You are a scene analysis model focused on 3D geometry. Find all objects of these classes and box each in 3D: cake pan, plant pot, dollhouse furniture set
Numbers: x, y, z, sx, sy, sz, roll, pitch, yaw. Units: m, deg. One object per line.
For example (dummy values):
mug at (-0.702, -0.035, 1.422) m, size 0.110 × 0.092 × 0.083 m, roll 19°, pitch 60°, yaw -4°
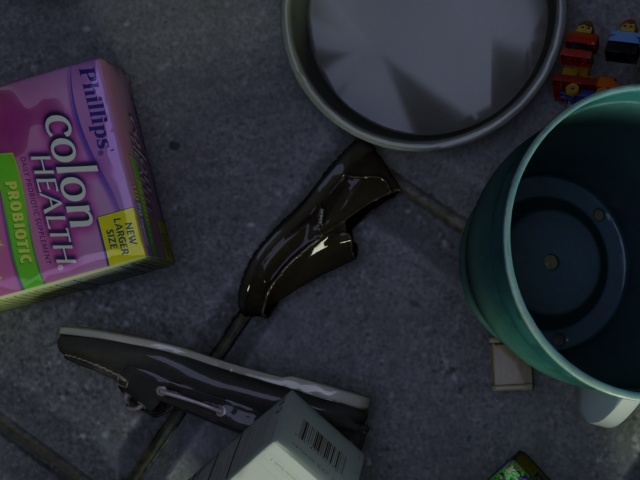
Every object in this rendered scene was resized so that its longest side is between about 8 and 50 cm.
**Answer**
cake pan at (0.107, -0.234, 1.950) m, size 0.293 × 0.054 × 0.293 m, roll -1°, pitch 85°, yaw 10°
plant pot at (0.249, 0.014, 1.725) m, size 0.272 × 0.255 × 0.271 m, roll 2°, pitch 84°, yaw -15°
dollhouse furniture set at (0.242, 0.055, 1.881) m, size 0.161 × 0.101 × 0.181 m, roll -4°, pitch 85°, yaw 9°

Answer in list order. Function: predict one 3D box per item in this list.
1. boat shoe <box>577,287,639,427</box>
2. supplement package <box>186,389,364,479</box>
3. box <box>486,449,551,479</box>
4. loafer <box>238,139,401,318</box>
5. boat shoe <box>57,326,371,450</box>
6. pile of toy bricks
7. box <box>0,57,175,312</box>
boat shoe at (0.361, 0.061, 1.864) m, size 0.102 × 0.108 × 0.301 m, roll 24°, pitch 99°, yaw -25°
supplement package at (-0.059, 0.253, 1.853) m, size 0.105 × 0.105 × 0.179 m, roll 42°, pitch 114°, yaw -11°
box at (0.179, 0.403, 1.829) m, size 0.290 × 0.177 × 0.279 m, roll -44°, pitch 81°, yaw 4°
loafer at (0.000, 0.000, 1.937) m, size 0.078 × 0.080 × 0.220 m, roll 39°, pitch 93°, yaw 11°
boat shoe at (-0.116, 0.164, 1.930) m, size 0.335 × 0.112 × 0.095 m, roll 13°, pitch 83°, yaw 7°
pile of toy bricks at (0.342, -0.182, 1.892) m, size 0.212 × 0.118 × 0.105 m, roll 9°, pitch 55°, yaw 19°
box at (-0.301, -0.049, 1.974) m, size 0.243 × 0.117 × 0.213 m, roll -15°, pitch 83°, yaw 8°
